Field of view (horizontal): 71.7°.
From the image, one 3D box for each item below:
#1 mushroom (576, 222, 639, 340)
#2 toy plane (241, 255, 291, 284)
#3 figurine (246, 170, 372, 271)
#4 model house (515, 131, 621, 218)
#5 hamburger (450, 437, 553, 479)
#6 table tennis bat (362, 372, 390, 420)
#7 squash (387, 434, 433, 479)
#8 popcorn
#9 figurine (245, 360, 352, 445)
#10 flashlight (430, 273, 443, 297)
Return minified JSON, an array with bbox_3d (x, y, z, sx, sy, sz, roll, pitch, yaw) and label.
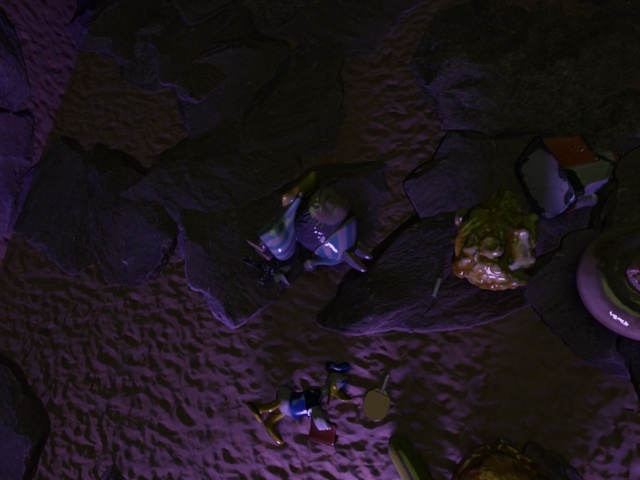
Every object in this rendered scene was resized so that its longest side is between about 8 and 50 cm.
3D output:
[{"bbox_3d":[0.958,0.111,1.294,0.362,0.294,0.363,-5,70,12],"label":"mushroom"},{"bbox_3d":[-0.214,0.097,1.693,0.234,0.082,0.160,25,50,20],"label":"toy plane"},{"bbox_3d":[0.000,0.000,1.578,0.377,0.266,0.361,40,81,23],"label":"figurine"},{"bbox_3d":[0.890,-0.237,1.539,0.300,0.190,0.272,-12,62,-9],"label":"model house"},{"bbox_3d":[0.506,0.728,1.223,0.289,0.170,0.314,22,74,17],"label":"hamburger"},{"bbox_3d":[0.195,0.517,1.467,0.087,0.013,0.157,18,75,21],"label":"table tennis bat"},{"bbox_3d":[0.301,0.743,1.312,0.094,0.094,0.341,-26,63,2],"label":"squash"},{"bbox_3d":[0.571,0.010,1.435,0.335,0.274,0.279,-42,104,-44],"label":"popcorn"},{"bbox_3d":[-0.022,0.516,1.426,0.338,0.205,0.283,-41,39,-18],"label":"figurine"},{"bbox_3d":[0.409,0.159,1.555,0.018,0.018,0.083,18,73,21],"label":"flashlight"}]
